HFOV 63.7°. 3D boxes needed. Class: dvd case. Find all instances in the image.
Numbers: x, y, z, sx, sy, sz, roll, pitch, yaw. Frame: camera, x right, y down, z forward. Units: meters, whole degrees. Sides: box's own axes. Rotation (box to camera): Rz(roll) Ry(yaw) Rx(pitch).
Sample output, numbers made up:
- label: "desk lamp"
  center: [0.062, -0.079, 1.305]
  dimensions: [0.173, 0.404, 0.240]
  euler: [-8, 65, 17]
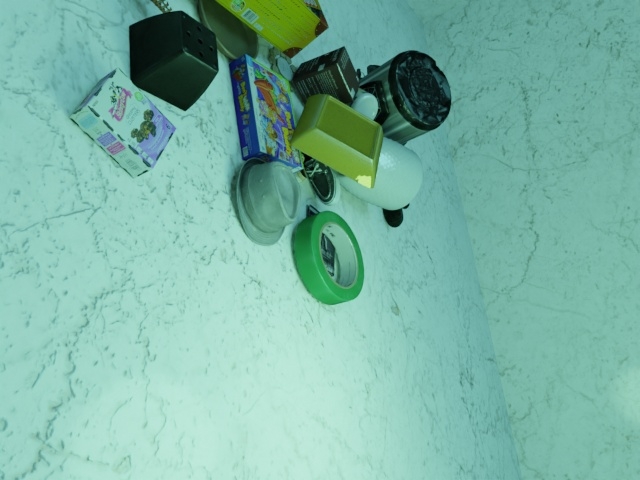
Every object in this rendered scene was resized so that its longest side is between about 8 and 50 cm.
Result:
- label: "dvd case"
  center: [0.000, 0.000, 1.848]
  dimensions: [0.164, 0.018, 0.222]
  euler: [36, 46, -43]

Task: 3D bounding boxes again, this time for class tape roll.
- label: "tape roll"
  center: [0.036, 0.059, 1.782]
  dimensions: [0.321, 0.077, 0.322]
  euler: [32, 49, -45]

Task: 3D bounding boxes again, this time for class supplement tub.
- label: "supplement tub"
  center: [0.132, -0.580, 2.184]
  dimensions: [0.144, 0.144, 0.199]
  euler: [28, 11, -49]

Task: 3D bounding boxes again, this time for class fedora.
- label: "fedora"
  center: [-0.140, -0.130, 1.569]
  dimensions: [0.243, 0.124, 0.276]
  euler: [13, 66, -55]

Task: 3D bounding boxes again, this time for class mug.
- label: "mug"
  center: [0.199, -0.331, 2.134]
  dimensions: [0.327, 0.276, 0.374]
  euler: [14, 44, -43]

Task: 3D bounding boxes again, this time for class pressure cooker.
- label: "pressure cooker"
  center: [0.335, -0.614, 2.357]
  dimensions: [0.375, 0.420, 0.370]
  euler: [39, 63, -23]

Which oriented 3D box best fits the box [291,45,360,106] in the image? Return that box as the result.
- label: "box"
  center: [0.025, -0.629, 2.041]
  dimensions: [0.167, 0.203, 0.169]
  euler: [59, 31, -33]

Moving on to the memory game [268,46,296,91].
- label: "memory game"
  center: [-0.141, -0.663, 1.993]
  dimensions: [0.186, 0.012, 0.186]
  euler: [36, 45, -45]

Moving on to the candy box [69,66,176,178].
- label: "candy box"
  center: [-0.455, -0.275, 1.209]
  dimensions: [0.196, 0.070, 0.165]
  euler: [49, 37, -34]

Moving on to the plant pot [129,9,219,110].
- label: "plant pot"
  center: [-0.374, -0.488, 1.366]
  dimensions: [0.188, 0.166, 0.188]
  euler: [19, 58, -55]

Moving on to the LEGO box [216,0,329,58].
- label: "LEGO box"
  center: [-0.229, -0.919, 1.753]
  dimensions: [0.500, 0.193, 0.373]
  euler: [18, 47, -54]

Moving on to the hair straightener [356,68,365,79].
- label: "hair straightener"
  center: [0.191, -0.784, 2.579]
  dimensions: [0.089, 0.047, 0.231]
  euler: [51, 32, -31]

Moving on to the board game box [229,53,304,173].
- label: "board game box"
  center: [-0.179, -0.412, 1.726]
  dimensions: [0.233, 0.078, 0.348]
  euler: [12, 64, -56]

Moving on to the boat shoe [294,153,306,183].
- label: "boat shoe"
  center: [-0.084, -0.284, 1.827]
  dimensions: [0.063, 0.059, 0.170]
  euler: [-1, 75, -58]

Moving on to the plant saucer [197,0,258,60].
- label: "plant saucer"
  center: [-0.310, -0.719, 1.722]
  dimensions: [0.277, 0.041, 0.278]
  euler: [34, 47, -46]

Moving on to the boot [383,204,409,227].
- label: "boot"
  center: [0.376, -0.172, 2.475]
  dimensions: [0.207, 0.094, 0.247]
  euler: [7, 62, -53]

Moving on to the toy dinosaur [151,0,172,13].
- label: "toy dinosaur"
  center: [-0.486, -0.766, 1.405]
  dimensions: [0.218, 0.164, 0.322]
  euler: [-31, 119, -45]

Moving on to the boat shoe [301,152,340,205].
- label: "boat shoe"
  center: [-0.016, -0.270, 1.887]
  dimensions: [0.102, 0.108, 0.302]
  euler: [5, 67, -58]

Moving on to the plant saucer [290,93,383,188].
- label: "plant saucer"
  center: [0.086, -0.379, 1.836]
  dimensions: [0.332, 0.081, 0.333]
  euler: [28, 44, -12]
